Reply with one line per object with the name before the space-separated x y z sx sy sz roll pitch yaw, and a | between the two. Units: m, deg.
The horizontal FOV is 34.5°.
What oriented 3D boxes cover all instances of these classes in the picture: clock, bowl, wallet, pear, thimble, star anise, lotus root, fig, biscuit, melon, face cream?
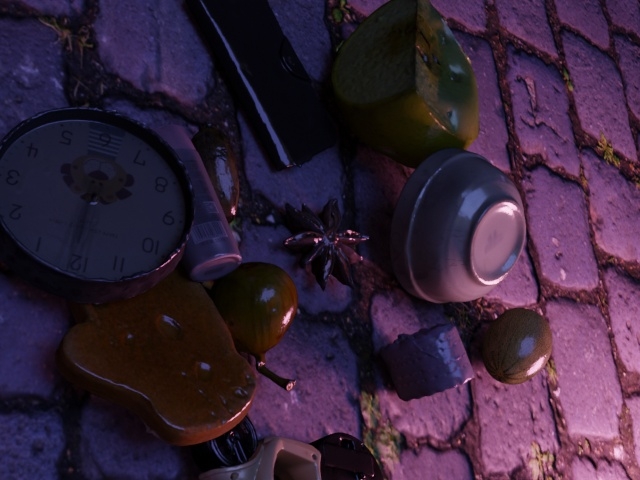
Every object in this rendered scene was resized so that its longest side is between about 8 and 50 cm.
clock | -0.036 0.412 1.594 0.379 0.120 0.277 18 52 -39
bowl | 0.285 -0.016 1.997 0.307 0.163 0.307 -16 115 -38
wallet | -0.101 -0.315 1.943 0.197 0.051 0.378 -30 94 -47
clock | -0.333 -0.060 1.496 0.312 0.061 0.313 12 56 -18
pear | 0.189 -0.283 2.095 0.318 0.238 0.342 45 37 -35
thimble | 0.196 0.221 1.890 0.127 0.151 0.118 -19 88 -57
star anise | 0.000 0.000 1.877 0.182 0.065 0.195 34 53 -22
lotus root | -0.181 -0.114 1.737 0.080 0.089 0.179 -9 76 -9
fig | -0.102 0.124 1.671 0.142 0.147 0.186 -66 158 -56
biscuit | -0.257 0.151 1.501 0.287 0.057 0.344 -22 71 -49
melon | 0.404 0.213 2.111 0.139 0.139 0.192 52 48 -12
face cream | -0.213 -0.066 1.636 0.107 0.073 0.269 -11 61 -32
